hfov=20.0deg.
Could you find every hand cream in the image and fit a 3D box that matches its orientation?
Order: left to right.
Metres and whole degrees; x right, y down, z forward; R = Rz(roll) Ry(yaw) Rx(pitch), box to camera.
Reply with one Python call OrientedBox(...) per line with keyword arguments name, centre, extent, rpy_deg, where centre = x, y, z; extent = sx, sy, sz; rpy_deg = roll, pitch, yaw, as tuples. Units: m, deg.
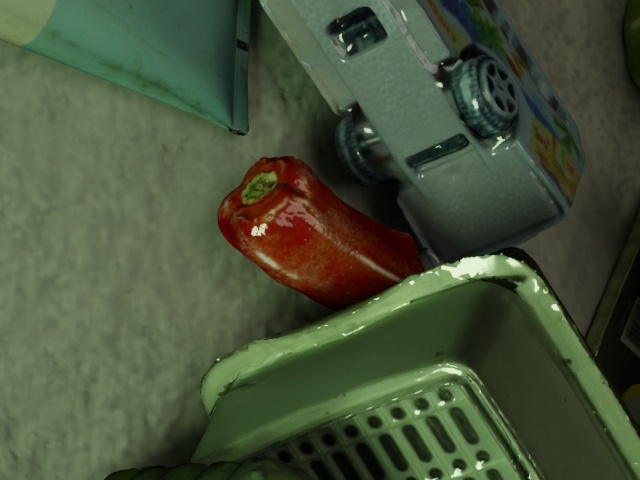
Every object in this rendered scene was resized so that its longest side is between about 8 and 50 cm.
OrientedBox(name="hand cream", centre=(-0.154, -0.146, 0.963), extent=(0.312, 0.070, 0.111), rpy_deg=(18, 67, -43))

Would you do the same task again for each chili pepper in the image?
OrientedBox(name="chili pepper", centre=(0.000, 0.000, 1.034), extent=(0.123, 0.070, 0.073), rpy_deg=(31, 51, -30))

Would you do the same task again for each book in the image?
OrientedBox(name="book", centre=(0.281, 0.089, 1.273), extent=(0.228, 0.024, 0.160), rpy_deg=(41, 58, -24))

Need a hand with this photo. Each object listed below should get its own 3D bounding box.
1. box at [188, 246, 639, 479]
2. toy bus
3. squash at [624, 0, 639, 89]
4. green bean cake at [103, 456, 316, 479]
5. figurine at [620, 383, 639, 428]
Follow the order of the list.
OrientedBox(name="box", centre=(0.080, 0.158, 0.969), extent=(0.290, 0.221, 0.166), rpy_deg=(59, 29, -14))
OrientedBox(name="toy bus", centre=(0.035, -0.148, 1.071), extent=(0.329, 0.109, 0.136), rpy_deg=(56, 33, -16))
OrientedBox(name="squash", centre=(0.299, -0.143, 1.278), extent=(0.170, 0.123, 0.170), rpy_deg=(10, 74, -38))
OrientedBox(name="green bean cake", centre=(-0.040, 0.204, 0.882), extent=(0.094, 0.183, 0.185), rpy_deg=(-46, 109, -35))
OrientedBox(name="figurine", centre=(0.337, 0.093, 1.196), extent=(0.285, 0.167, 0.342), rpy_deg=(-48, 131, -23))
